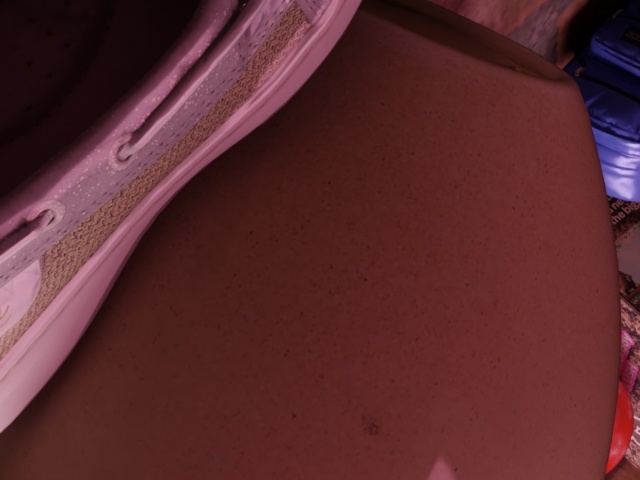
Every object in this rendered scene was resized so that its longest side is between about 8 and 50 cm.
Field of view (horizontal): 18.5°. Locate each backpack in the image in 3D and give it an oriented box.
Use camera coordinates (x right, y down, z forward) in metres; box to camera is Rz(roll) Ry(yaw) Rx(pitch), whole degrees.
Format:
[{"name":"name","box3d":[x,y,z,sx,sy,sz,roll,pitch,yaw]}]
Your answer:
[{"name":"backpack","box3d":[0.193,-0.093,1.227,0.120,0.098,0.101,-47,150,-32]}]

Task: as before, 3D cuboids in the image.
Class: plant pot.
[{"name":"plant pot","box3d":[0.000,0.000,0.753,0.284,0.284,0.191,-6,121,-64]}]

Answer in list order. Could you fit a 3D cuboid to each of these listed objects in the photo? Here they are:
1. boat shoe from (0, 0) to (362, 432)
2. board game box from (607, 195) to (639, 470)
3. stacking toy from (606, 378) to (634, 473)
[{"name":"boat shoe","box3d":[-0.079,-0.069,0.608,0.320,0.118,0.103,-53,160,3]},{"name":"board game box","box3d":[0.273,0.030,1.360,0.232,0.291,0.141,-35,160,-30]},{"name":"stacking toy","box3d":[0.053,0.173,1.287,0.330,0.141,0.141,-29,161,-3]}]
